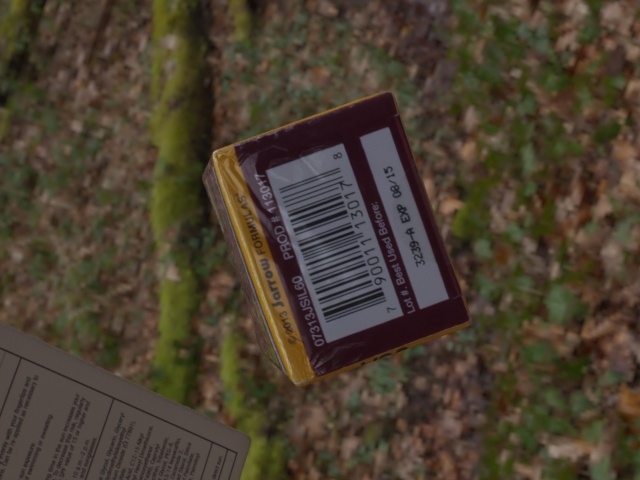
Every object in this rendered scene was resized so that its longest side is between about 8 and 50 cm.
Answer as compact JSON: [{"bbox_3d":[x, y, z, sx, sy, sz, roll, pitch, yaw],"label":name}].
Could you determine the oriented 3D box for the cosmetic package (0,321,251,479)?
[{"bbox_3d":[-0.204,0.136,0.858,0.113,0.309,0.160,-1,64,49],"label":"cosmetic package"}]

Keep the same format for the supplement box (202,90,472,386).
[{"bbox_3d":[0.000,0.000,0.670,0.188,0.080,0.104,177,74,-84],"label":"supplement box"}]
